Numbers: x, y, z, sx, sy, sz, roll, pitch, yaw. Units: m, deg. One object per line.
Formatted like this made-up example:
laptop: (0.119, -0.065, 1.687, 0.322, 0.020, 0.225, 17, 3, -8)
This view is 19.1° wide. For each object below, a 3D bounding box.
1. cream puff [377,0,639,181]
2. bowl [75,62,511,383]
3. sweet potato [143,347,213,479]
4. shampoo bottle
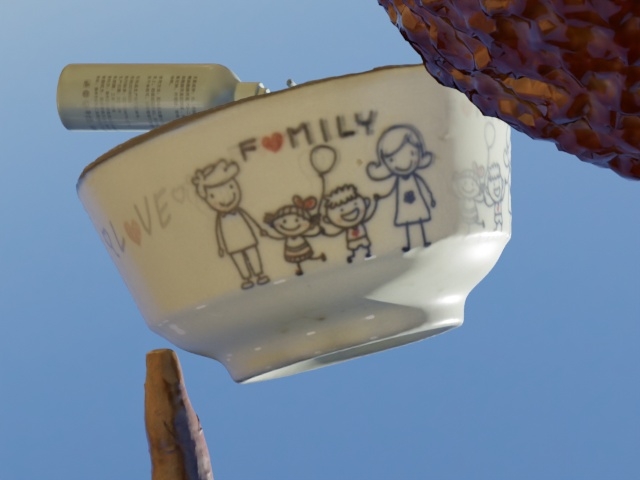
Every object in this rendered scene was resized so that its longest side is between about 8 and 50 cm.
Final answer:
cream puff: (0.135, -0.193, 0.610, 0.350, 0.350, 0.229, -19, 165, 20)
bowl: (0.000, 0.000, 1.001, 0.238, 0.126, 0.238, -15, 174, -2)
sweet potato: (-0.090, 0.204, 1.272, 0.057, 0.264, 0.057, -8, 175, -1)
shampoo bottle: (-0.108, -0.111, 1.487, 0.195, 0.056, 0.056, 2, -155, 15)
